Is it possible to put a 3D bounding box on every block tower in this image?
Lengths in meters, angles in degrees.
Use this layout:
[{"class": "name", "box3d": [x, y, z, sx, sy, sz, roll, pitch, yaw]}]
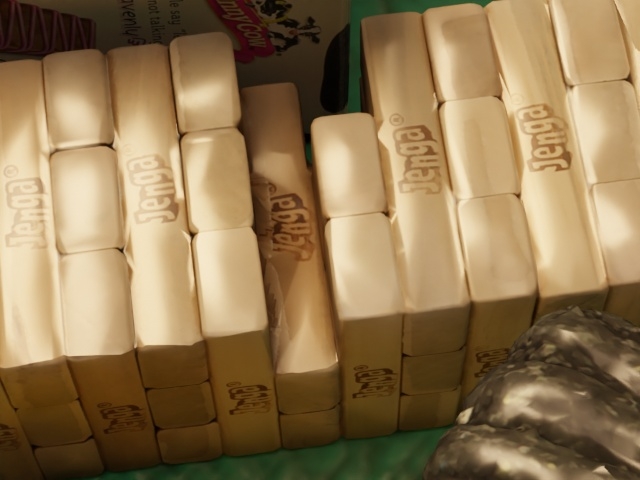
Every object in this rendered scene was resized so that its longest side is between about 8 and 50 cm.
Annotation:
[{"class": "block tower", "box3d": [0.000, 0.000, 0.541, 0.335, 0.091, 0.097, -7, 64, -3]}]

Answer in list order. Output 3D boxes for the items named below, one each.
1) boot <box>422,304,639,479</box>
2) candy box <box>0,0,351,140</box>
[{"class": "boot", "box3d": [0.168, 0.053, 0.389, 0.260, 0.131, 0.348, 9, 46, 38]}, {"class": "candy box", "box3d": [-0.108, -0.088, 0.546, 0.233, 0.159, 0.071, -1, 66, -2]}]
